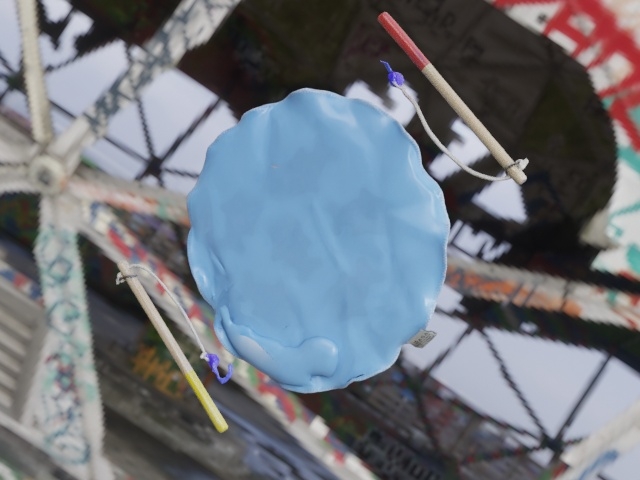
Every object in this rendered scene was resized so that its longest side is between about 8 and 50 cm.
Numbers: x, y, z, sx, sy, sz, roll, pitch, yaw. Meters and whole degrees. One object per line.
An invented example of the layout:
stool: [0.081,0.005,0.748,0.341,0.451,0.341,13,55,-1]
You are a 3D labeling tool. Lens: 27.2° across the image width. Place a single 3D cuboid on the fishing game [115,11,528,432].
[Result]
fishing game: [0.000,0.000,0.823,0.189,0.264,0.041,51,21,18]
